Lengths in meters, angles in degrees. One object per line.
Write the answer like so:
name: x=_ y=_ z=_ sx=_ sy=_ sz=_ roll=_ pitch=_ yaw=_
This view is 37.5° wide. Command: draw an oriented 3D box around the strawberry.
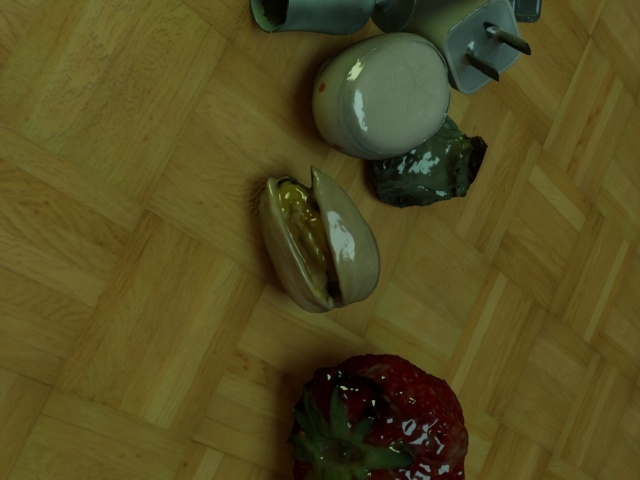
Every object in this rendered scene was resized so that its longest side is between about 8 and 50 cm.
strawberry: x=0.112 y=0.315 z=1.448 sx=0.310 sy=0.292 sz=0.292 roll=0 pitch=102 yaw=-38

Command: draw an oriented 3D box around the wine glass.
wine glass: x=0.018 y=-0.332 z=1.297 sx=0.231 sy=0.103 sz=0.103 roll=-14 pitch=111 yaw=-39

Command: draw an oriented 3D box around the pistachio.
pistachio: x=0.000 y=0.000 z=1.345 sx=0.157 sy=0.157 sz=0.229 roll=-40 pitch=121 yaw=-30

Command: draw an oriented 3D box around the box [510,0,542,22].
box: x=0.332 y=-0.435 z=1.605 sx=0.089 sy=0.062 sz=0.122 roll=-11 pitch=109 yaw=-43

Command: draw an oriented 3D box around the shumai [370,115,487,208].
shumai: x=0.176 y=-0.120 z=1.483 sx=0.184 sy=0.142 sz=0.184 roll=-13 pitch=108 yaw=-45

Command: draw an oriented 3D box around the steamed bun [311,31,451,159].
steamed bun: x=0.078 y=-0.207 z=1.368 sx=0.228 sy=0.131 sz=0.177 roll=-28 pitch=115 yaw=-33

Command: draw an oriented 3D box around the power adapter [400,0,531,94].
power adapter: x=0.229 y=-0.300 z=1.417 sx=0.130 sy=0.205 sz=0.125 roll=-35 pitch=130 yaw=-8
